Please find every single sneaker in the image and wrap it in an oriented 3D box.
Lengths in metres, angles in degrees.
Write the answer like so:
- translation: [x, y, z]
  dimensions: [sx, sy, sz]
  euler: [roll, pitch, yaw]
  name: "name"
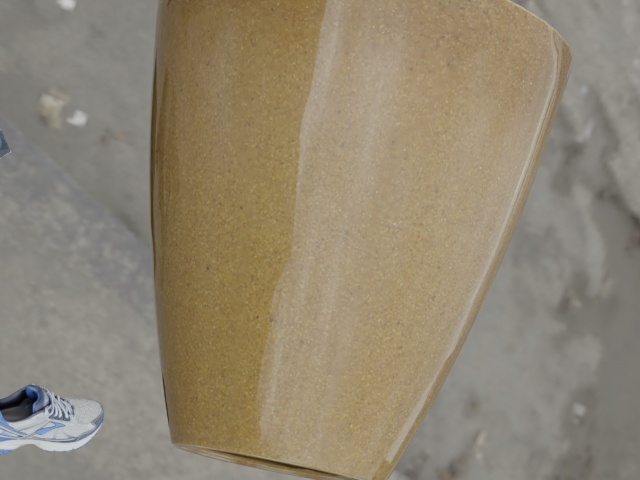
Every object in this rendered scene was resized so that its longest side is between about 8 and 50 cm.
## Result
- translation: [-0.256, 0.161, 1.558]
  dimensions: [0.135, 0.052, 0.058]
  euler: [-6, 133, -37]
  name: "sneaker"

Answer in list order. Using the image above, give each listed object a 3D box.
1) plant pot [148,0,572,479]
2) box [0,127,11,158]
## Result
- translation: [0.000, 0.000, 0.934]
  dimensions: [0.237, 0.237, 0.254]
  euler: [26, 72, -50]
  name: "plant pot"
- translation: [-0.232, -0.090, 1.058]
  dimensions: [0.018, 0.067, 0.083]
  euler: [-35, 119, -30]
  name: "box"
